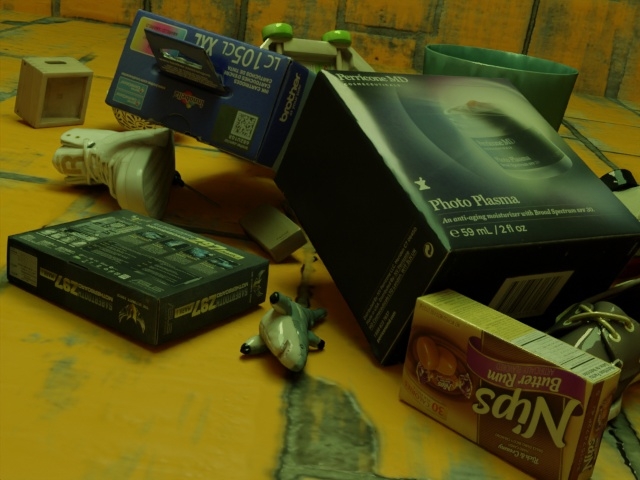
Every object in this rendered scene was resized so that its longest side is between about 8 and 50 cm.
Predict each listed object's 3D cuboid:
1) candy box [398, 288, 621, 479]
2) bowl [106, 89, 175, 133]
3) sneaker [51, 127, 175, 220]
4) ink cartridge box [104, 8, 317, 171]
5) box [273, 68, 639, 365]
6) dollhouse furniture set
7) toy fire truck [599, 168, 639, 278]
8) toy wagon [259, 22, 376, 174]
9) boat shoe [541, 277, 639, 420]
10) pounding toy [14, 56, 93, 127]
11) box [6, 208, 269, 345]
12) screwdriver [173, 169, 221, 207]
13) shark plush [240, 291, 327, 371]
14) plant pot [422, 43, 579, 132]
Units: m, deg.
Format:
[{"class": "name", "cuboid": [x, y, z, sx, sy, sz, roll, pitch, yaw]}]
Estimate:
[{"class": "candy box", "cuboid": [0.162, 0.129, 0.791, 0.053, 0.109, 0.186, -11, 27, -43]}, {"class": "bowl", "cuboid": [-0.318, -0.232, 1.662, 0.170, 0.080, 0.170, 7, 19, -2]}, {"class": "sneaker", "cuboid": [-0.305, -0.096, 1.272, 0.169, 0.108, 0.292, -2, 17, -3]}, {"class": "ink cartridge box", "cuboid": [-0.111, -0.194, 1.268, 0.270, 0.151, 0.395, 23, 6, 25]}, {"class": "box", "cuboid": [0.149, -0.041, 1.014, 0.296, 0.183, 0.294, -4, 46, -33]}, {"class": "dollhouse furniture set", "cuboid": [0.000, 0.000, 1.215, 0.151, 0.123, 0.144, -35, 33, -11]}, {"class": "toy fire truck", "cuboid": [0.489, -0.014, 1.310, 0.217, 0.246, 0.159, -12, 55, -6]}, {"class": "toy wagon", "cuboid": [0.021, -0.245, 1.592, 0.344, 0.267, 0.068, 0, -11, -26]}, {"class": "boat shoe", "cuboid": [0.294, 0.107, 0.924, 0.324, 0.097, 0.116, -11, 28, -44]}, {"class": "pounding toy", "cuboid": [-0.502, -0.279, 1.674, 0.100, 0.130, 0.141, 35, 30, 29]}, {"class": "box", "cuboid": [-0.202, 0.033, 0.986, 0.232, 0.059, 0.183, 19, 22, 29]}, {"class": "screwdriver", "cuboid": [-0.209, -0.081, 1.380, 0.025, 0.024, 0.170, -34, 45, -20]}, {"class": "shark plush", "cuboid": [-0.027, 0.100, 0.926, 0.067, 0.073, 0.161, 33, 3, 10]}, {"class": "plant pot", "cuboid": [0.325, -0.236, 1.708, 0.292, 0.235, 0.293, 8, 18, -3]}]
